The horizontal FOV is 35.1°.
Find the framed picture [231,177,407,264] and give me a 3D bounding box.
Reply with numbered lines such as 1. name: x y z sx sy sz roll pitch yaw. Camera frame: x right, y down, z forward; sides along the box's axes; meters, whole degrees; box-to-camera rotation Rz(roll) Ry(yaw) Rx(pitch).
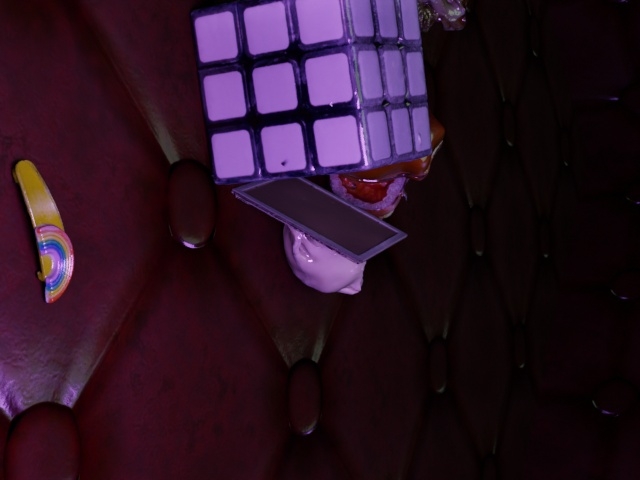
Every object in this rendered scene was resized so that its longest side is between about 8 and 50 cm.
1. framed picture: 0.002 -0.044 1.796 0.217 0.274 0.017 -24 140 -59

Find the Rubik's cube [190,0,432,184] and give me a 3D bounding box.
1. Rubik's cube: -0.005 -0.266 1.732 0.305 0.301 0.303 -23 107 -62

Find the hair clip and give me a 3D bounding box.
1. hair clip: -0.358 -0.015 1.319 0.060 0.033 0.188 -40 122 -58

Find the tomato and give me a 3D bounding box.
1. tomato: 0.109 -0.126 2.067 0.214 0.181 0.155 -59 169 -21

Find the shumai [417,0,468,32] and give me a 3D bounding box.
1. shumai: 0.225 -0.556 2.236 0.256 0.218 0.189 -88 179 -58

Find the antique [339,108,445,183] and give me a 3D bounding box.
1. antique: 0.100 -0.224 1.963 0.223 0.278 0.129 -56 166 -21

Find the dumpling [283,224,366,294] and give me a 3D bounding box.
1. dumpling: 0.000 0.000 1.902 0.258 0.147 0.193 34 26 -51
